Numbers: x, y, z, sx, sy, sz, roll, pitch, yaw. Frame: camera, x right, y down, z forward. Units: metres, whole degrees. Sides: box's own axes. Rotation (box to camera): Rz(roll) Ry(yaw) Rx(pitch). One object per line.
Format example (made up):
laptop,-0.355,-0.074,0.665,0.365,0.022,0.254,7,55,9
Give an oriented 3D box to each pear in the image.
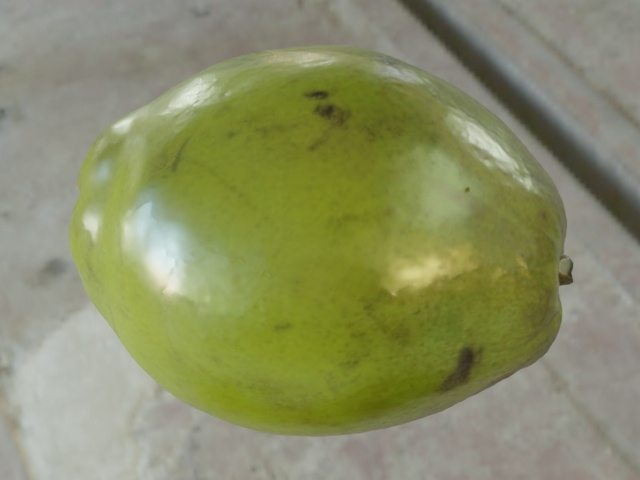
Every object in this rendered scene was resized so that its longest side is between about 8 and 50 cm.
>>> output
pear,0.000,0.000,1.007,0.269,0.212,0.212,7,38,12
